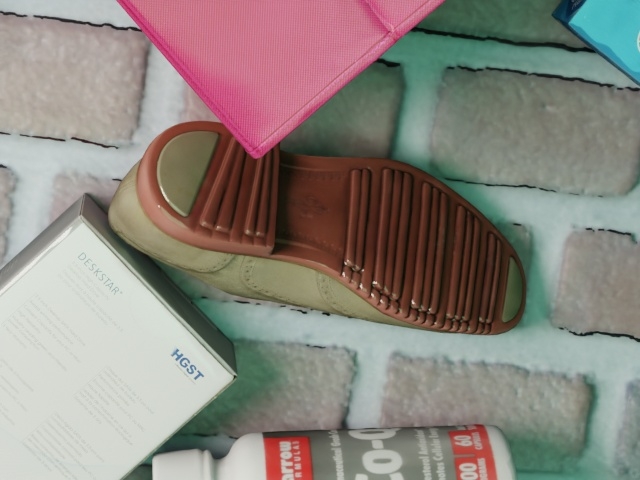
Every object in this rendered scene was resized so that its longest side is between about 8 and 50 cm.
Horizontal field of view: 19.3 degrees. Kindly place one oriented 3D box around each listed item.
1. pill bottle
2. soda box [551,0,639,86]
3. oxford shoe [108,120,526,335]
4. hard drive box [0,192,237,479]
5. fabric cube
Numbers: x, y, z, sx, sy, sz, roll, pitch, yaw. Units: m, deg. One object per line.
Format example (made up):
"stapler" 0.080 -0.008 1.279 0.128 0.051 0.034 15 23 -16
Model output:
"pill bottle" 0.009 0.231 1.500 0.283 0.161 0.161 -1 104 -5
"soda box" 0.289 -0.139 1.483 0.210 0.067 0.071 36 98 -12
"oxford shoe" 0.000 0.000 1.485 0.348 0.130 0.123 21 64 -22
"hard drive box" -0.210 0.109 1.490 0.232 0.089 0.181 -41 103 6
"fabric cube" -0.039 -0.252 1.333 0.259 0.254 0.258 -41 104 6
